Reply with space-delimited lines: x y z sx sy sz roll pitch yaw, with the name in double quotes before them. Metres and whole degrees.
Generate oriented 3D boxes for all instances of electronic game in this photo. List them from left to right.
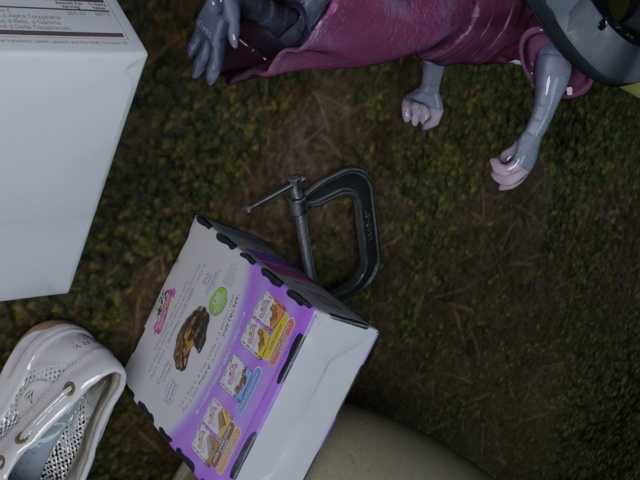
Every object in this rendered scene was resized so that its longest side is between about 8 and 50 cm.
"electronic game" 0.190 -0.221 0.735 0.229 0.048 0.229 14 71 -44

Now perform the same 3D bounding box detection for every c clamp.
"c clamp" 0.000 0.000 0.964 0.137 0.022 0.161 -34 129 -26

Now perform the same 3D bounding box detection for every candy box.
"candy box" -0.066 0.094 0.838 0.070 0.196 0.165 20 100 -39

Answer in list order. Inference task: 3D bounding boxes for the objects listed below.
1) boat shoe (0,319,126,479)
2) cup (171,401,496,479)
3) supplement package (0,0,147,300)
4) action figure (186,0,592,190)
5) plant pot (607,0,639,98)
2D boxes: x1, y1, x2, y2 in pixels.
"boat shoe" -0.235 0.202 0.812 0.098 0.096 0.277 20 94 -52
"cup" -0.004 0.273 0.936 0.331 0.331 0.237 -44 112 -11
"supplement package" -0.265 -0.071 0.587 0.261 0.145 0.204 -6 140 -35
"action figure" 0.090 -0.194 0.803 0.370 0.248 0.276 -4 108 -29
"plant pot" 0.377 -0.261 0.977 0.276 0.276 0.254 -10 131 -34
